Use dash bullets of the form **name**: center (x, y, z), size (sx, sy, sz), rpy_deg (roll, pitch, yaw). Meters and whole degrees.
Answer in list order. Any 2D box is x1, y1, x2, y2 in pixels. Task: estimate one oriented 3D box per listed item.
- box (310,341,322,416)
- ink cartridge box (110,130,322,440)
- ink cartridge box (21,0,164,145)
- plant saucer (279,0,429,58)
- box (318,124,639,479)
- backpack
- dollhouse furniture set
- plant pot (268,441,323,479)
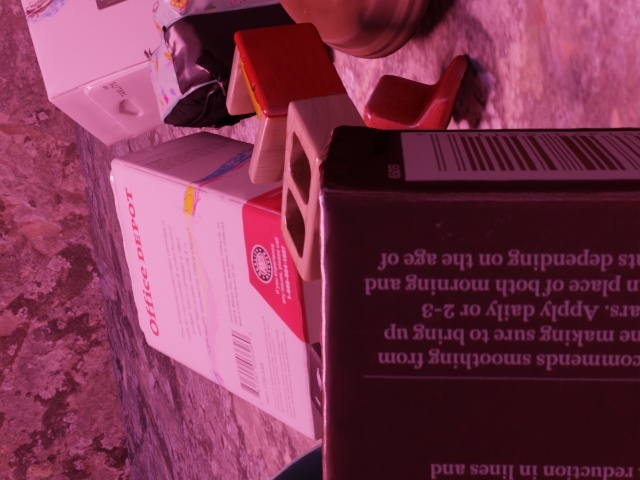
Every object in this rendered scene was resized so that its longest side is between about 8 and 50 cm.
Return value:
- **box**: center (0.118, 0.133, 0.729), size (0.231, 0.183, 0.056), rpy_deg (-126, 28, -50)
- **ink cartridge box**: center (-0.065, 0.030, 1.097), size (0.306, 0.131, 0.226), rpy_deg (22, 126, 48)
- **ink cartridge box**: center (-0.248, -0.294, 1.383), size (0.198, 0.197, 0.270), rpy_deg (49, -158, -75)
- **plant saucer**: center (0.000, -0.278, 0.885), size (0.278, 0.041, 0.278), rpy_deg (48, 150, 41)
- **box**: center (0.099, 0.143, 0.497), size (0.143, 0.191, 0.382), rpy_deg (-77, -12, -74)
- **backpack**: center (-0.101, -0.194, 1.161), size (0.144, 0.165, 0.188), rpy_deg (70, 159, 9)
- **dollhouse furniture set**: center (0.075, -0.047, 0.734), size (0.152, 0.201, 0.374), rpy_deg (97, 159, -45)
- **plant pot**: center (0.091, 0.308, 0.799), size (0.293, 0.293, 0.235), rpy_deg (45, 160, 57)
